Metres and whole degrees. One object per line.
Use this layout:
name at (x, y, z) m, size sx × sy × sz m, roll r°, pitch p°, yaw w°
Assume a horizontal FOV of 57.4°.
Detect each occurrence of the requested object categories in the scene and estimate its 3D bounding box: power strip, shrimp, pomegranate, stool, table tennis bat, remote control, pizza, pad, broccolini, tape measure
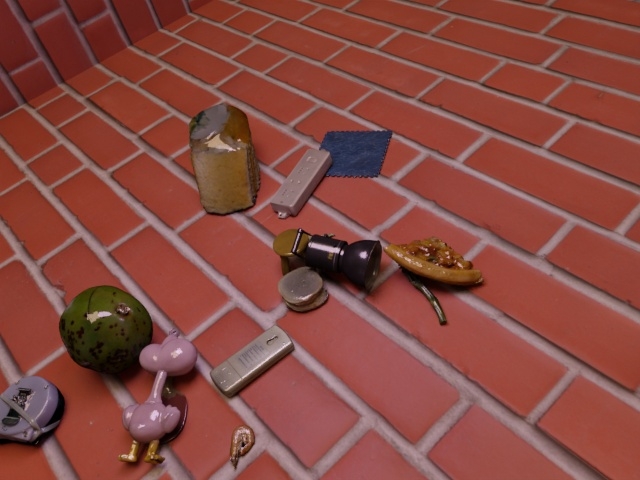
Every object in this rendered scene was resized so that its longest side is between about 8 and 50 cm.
power strip at (-0.060, -0.213, 2.046) m, size 0.098 × 0.058 × 0.338 m, roll 14°, pitch 54°, yaw 29°
shrimp at (-0.191, 0.500, 1.428) m, size 0.059 × 0.023 × 0.108 m, roll -3°, pitch 46°, yaw 2°
pomegranate at (-0.608, 0.256, 1.647) m, size 0.270 × 0.254 × 0.254 m, roll -39°, pitch 27°, yaw 43°
stool at (-0.079, 0.038, 1.781) m, size 0.135 × 0.110 × 0.134 m, roll 20°, pitch 54°, yaw 32°
table tennis bat at (-0.415, 0.432, 1.563) m, size 0.131 × 0.022 × 0.234 m, roll -11°, pitch 46°, yaw 7°
remote control at (-0.185, 0.324, 1.586) m, size 0.233 × 0.038 × 0.098 m, roll -35°, pitch 48°, yaw -19°
pizza at (0.324, 0.046, 1.653) m, size 0.292 × 0.058 × 0.197 m, roll 20°, pitch 32°, yaw 11°
pad at (0.112, -0.321, 2.144) m, size 0.270 × 0.012 × 0.269 m, roll 3°, pitch 48°, yaw 19°
broccolini at (0.287, 0.140, 1.627) m, size 0.054 × 0.051 × 0.239 m, roll -54°, pitch 45°, yaw 26°
tape measure at (-0.797, 0.462, 1.588) m, size 0.182 × 0.107 × 0.181 m, roll -5°, pitch 52°, yaw 16°

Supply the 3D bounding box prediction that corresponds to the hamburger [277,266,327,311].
hamburger at (-0.053, 0.143, 1.707) m, size 0.133 × 0.062 × 0.140 m, roll -30°, pitch 44°, yaw -18°

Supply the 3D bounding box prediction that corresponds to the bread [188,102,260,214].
bread at (-0.355, -0.311, 2.101) m, size 0.239 × 0.264 × 0.395 m, roll -13°, pitch 43°, yaw -2°

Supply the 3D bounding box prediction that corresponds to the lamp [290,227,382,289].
lamp at (0.050, 0.048, 1.699) m, size 0.227 × 0.172 × 0.147 m, roll 13°, pitch 77°, yaw 20°

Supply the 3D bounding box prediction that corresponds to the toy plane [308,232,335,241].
toy plane at (0.000, 0.000, 1.845) m, size 0.111 × 0.040 × 0.102 m, roll 17°, pitch 35°, yaw 27°

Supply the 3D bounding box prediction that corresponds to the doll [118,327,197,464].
doll at (-0.424, 0.390, 1.528) m, size 0.160 × 0.094 × 0.365 m, roll -4°, pitch 50°, yaw 15°
